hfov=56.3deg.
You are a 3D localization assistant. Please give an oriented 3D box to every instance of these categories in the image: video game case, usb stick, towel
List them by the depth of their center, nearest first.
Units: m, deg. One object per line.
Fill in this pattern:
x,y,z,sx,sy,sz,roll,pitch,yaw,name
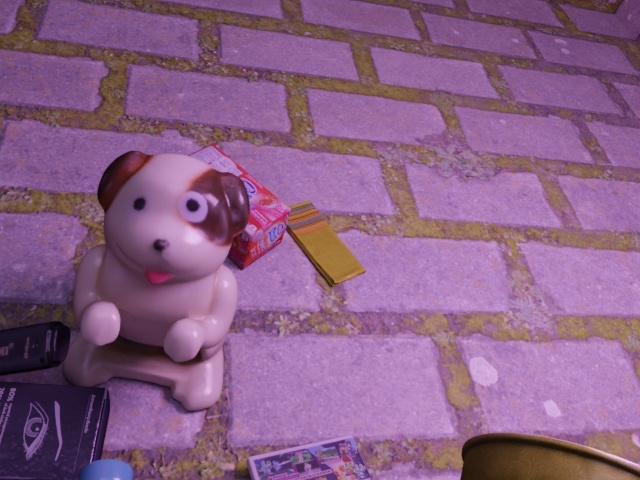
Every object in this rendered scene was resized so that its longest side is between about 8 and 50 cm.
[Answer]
-0.525,0.181,0.954,0.277,0.045,0.077,-10,61,16,usb stick
-0.002,0.423,0.988,0.201,0.023,0.183,-3,42,-26,video game case
0.000,0.000,1.386,0.102,0.021,0.237,-22,60,-31,towel

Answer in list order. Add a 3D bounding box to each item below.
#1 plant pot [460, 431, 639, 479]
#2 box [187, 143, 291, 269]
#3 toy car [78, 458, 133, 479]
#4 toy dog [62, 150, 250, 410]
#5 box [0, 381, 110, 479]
0.336,0.524,0.846,0.366,0.366,0.353,24,58,4,plant pot
-0.205,-0.077,1.318,0.257,0.123,0.128,40,51,17,box
-0.228,0.447,0.818,0.237,0.210,0.219,13,36,-24,toy car
-0.245,0.043,1.007,0.284,0.408,0.396,20,47,-1,toy dog
-0.441,0.310,0.916,0.207,0.108,0.153,8,48,-12,box
